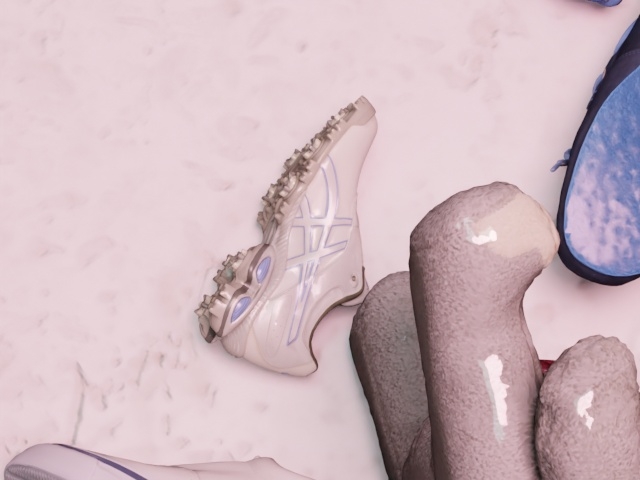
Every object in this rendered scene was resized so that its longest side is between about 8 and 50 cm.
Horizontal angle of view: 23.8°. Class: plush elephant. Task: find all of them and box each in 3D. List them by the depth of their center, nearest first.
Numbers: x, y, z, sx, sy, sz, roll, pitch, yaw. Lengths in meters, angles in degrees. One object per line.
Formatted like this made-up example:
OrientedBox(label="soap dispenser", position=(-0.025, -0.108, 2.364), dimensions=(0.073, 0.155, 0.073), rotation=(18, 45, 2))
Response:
OrientedBox(label="plush elephant", position=(0.178, 0.128, 0.763), dimensions=(0.255, 0.272, 0.330), rotation=(-9, 72, -9))

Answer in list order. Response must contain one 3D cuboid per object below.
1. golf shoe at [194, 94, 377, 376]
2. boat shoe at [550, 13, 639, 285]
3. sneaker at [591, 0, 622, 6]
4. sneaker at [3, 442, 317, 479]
OrientedBox(label="golf shoe", position=(0.000, 0.000, 0.916), dimensions=(0.086, 0.069, 0.176), rotation=(32, 79, -9))
OrientedBox(label="boat shoe", position=(0.214, -0.079, 0.912), dimensions=(0.109, 0.089, 0.258), rotation=(34, 72, -2))
OrientedBox(label="sneaker", position=(0.199, -0.242, 0.978), dimensions=(0.082, 0.069, 0.209), rotation=(36, 65, -21))
OrientedBox(label="sneaker", position=(-0.063, 0.159, 0.826), dimensions=(0.258, 0.094, 0.091), rotation=(13, 32, 36))
